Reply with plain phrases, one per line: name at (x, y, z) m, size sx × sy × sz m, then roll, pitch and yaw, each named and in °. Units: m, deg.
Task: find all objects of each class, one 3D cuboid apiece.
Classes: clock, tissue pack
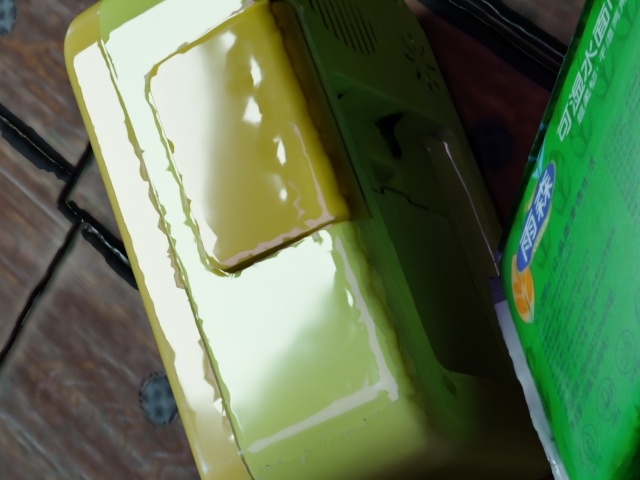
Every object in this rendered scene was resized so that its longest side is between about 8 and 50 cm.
clock at (0.000, 0.000, 0.665) m, size 0.096 × 0.143 × 0.202 m, roll -28°, pitch 69°, yaw 25°
tissue pack at (0.158, -0.030, 0.541) m, size 0.148 × 0.156 × 0.209 m, roll -106°, pitch 26°, yaw -54°
